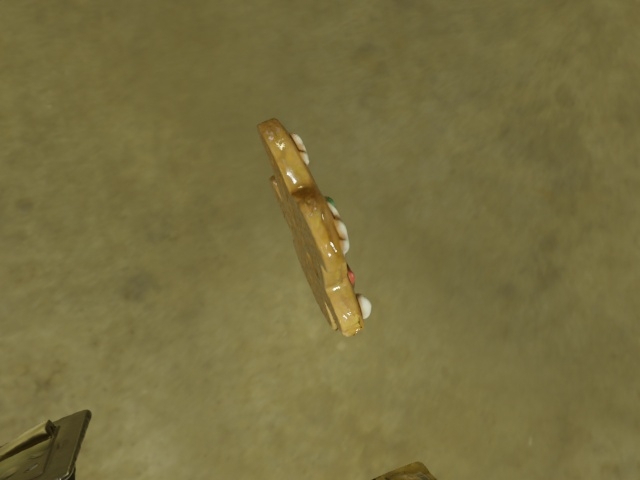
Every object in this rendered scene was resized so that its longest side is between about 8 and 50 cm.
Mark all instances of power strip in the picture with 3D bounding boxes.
[{"bbox_3d":[-0.456,0.371,1.914,0.257,0.251,0.092,-28,111,5],"label":"power strip"}]

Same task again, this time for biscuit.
[{"bbox_3d":[0.000,0.000,1.440,0.047,0.339,0.216,-23,61,-4],"label":"biscuit"}]

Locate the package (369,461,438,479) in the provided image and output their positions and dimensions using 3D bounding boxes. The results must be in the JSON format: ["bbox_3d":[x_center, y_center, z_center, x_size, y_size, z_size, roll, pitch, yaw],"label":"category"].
[{"bbox_3d":[0.049,0.210,0.925,0.071,0.131,0.047,37,126,36],"label":"package"}]
